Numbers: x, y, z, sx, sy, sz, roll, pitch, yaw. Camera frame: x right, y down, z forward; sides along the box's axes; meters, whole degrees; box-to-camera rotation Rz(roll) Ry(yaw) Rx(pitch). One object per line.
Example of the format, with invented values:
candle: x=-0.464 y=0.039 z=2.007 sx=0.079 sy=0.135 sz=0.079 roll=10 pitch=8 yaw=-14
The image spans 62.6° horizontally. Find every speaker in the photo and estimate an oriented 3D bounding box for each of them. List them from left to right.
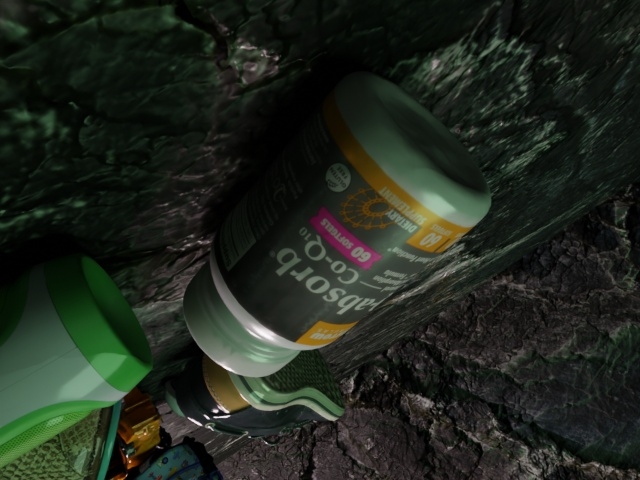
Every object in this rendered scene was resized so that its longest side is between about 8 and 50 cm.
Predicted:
speaker: x=-0.284 y=0.128 z=0.385 sx=0.297 sy=0.131 sz=0.131 roll=-30 pitch=160 yaw=-10

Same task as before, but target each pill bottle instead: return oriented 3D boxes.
pill bottle: x=0.000 y=0.000 z=0.483 sx=0.278 sy=0.162 sz=0.162 roll=-46 pitch=158 yaw=29

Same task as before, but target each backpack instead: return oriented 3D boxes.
backpack: x=-0.260 y=0.418 z=0.878 sx=0.158 sy=0.117 sz=0.173 roll=-41 pitch=164 yaw=-8

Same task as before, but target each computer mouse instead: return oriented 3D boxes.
computer mouse: x=-0.214 y=0.278 z=0.915 sx=0.042 sy=0.106 sz=0.193 roll=-51 pitch=152 yaw=-1

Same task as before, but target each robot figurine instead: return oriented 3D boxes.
robot figurine: x=-0.344 y=0.343 z=0.858 sx=0.211 sy=0.085 sz=0.291 roll=-21 pitch=156 yaw=-32

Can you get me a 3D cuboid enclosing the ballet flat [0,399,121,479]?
ballet flat: x=-0.347 y=0.344 z=0.633 sx=0.182 sy=0.164 sz=0.482 roll=5 pitch=119 yaw=-19

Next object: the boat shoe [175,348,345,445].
boat shoe: x=-0.084 y=0.261 z=0.952 sx=0.156 sy=0.186 sz=0.500 roll=-32 pitch=156 yaw=8
